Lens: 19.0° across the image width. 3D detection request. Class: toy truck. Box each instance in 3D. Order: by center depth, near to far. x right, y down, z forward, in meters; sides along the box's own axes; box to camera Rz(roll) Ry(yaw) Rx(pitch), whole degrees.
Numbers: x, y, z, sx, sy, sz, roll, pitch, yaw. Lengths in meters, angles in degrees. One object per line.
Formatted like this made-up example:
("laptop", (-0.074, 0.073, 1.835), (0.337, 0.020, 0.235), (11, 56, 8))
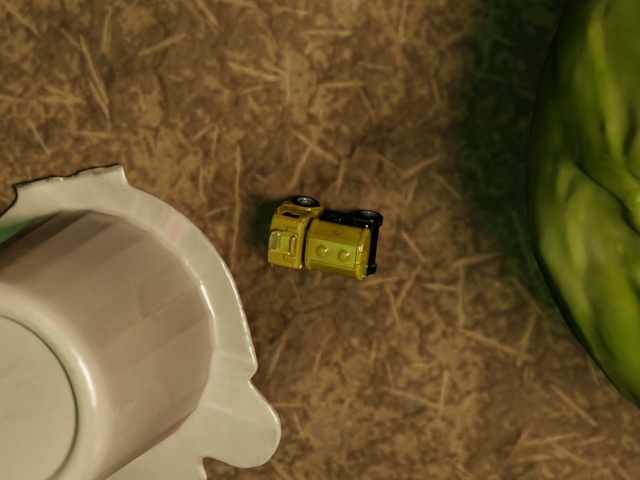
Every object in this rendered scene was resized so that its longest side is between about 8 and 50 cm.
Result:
("toy truck", (0.000, 0.000, 1.429), (0.083, 0.054, 0.049), (12, 108, 15))

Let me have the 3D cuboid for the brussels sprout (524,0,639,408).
("brussels sprout", (0.312, -0.061, 1.179), (0.361, 0.342, 0.425), (26, 109, 38))

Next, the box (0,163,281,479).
("box", (-0.190, 0.113, 1.437), (0.291, 0.206, 0.262), (37, 112, 7))
